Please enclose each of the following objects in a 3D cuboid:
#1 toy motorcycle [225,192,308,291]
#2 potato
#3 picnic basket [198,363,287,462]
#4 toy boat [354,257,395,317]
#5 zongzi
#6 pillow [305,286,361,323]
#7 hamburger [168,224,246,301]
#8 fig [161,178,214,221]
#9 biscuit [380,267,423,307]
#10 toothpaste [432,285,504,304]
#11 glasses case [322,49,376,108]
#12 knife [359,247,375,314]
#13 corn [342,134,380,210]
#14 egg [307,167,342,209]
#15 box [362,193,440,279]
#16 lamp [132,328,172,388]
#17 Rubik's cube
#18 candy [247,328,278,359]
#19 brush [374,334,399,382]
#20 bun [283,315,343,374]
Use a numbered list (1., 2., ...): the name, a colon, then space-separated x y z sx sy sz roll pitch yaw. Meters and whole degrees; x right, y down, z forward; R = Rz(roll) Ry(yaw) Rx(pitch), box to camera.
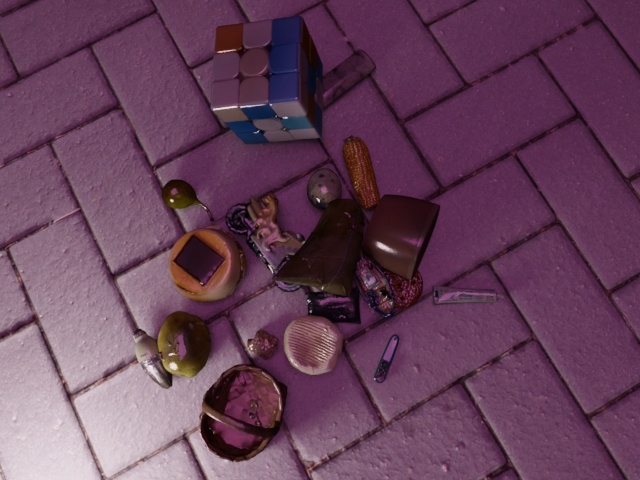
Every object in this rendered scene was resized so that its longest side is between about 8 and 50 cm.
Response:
1. toy motorcycle: -0.171 -0.007 1.918 0.237 0.169 0.410 -40 85 -18
2. potato: -0.507 0.384 1.857 0.197 0.148 0.228 14 70 -1
3. picnic basket: -0.278 0.600 1.726 0.293 0.337 0.337 22 80 5
4. toy boat: 0.201 0.173 1.881 0.114 0.115 0.262 -33 78 9
5. zongzi: 0.000 0.000 1.769 0.174 0.393 0.356 8 84 40
6. pillow: 0.050 0.255 1.920 0.208 0.055 0.141 -3 85 1
7. hamburger: -0.432 0.092 1.909 0.301 0.170 0.302 -1 79 6
8. fig: -0.520 -0.156 2.000 0.236 0.124 0.124 31 80 -8
9. biscuit: 0.307 0.170 1.945 0.187 0.027 0.188 0 78 2
10. toothpaste: 0.568 0.212 1.921 0.268 0.047 0.069 0 97 4
11. glasses case: 0.088 -0.676 2.107 0.299 0.060 0.114 -40 79 -6
12. knife: 0.174 0.145 1.960 0.047 0.017 0.298 -15 82 1
13. corn: 0.164 -0.270 2.001 0.115 0.115 0.318 -14 81 -1
14. egg: 0.015 -0.206 1.974 0.141 0.141 0.182 -1 60 1
15. box: 0.298 -0.029 1.866 0.216 0.301 0.301 24 80 15
16. lamp: -0.628 0.444 1.875 0.101 0.101 0.250 -30 84 -5
17. Rubik's cube: -0.191 -0.599 1.925 0.346 0.346 0.345 -3 78 15
18. candy: -0.219 0.391 1.892 0.110 0.085 0.095 38 90 -3
19. brush: 0.253 0.447 1.888 0.043 0.032 0.193 23 81 6
20. bun: -0.028 0.390 1.854 0.231 0.133 0.231 -1 70 3
